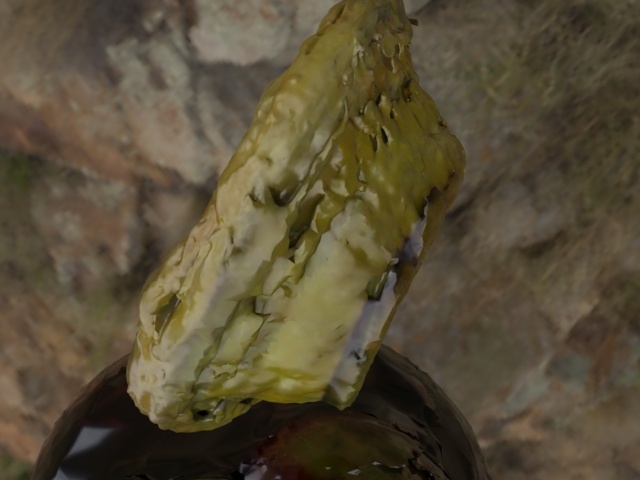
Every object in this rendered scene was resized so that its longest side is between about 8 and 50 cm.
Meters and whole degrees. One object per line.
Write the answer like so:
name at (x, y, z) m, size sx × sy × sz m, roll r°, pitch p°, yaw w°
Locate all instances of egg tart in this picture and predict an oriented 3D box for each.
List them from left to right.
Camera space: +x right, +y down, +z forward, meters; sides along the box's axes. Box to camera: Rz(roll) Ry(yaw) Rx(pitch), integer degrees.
egg tart at (0.000, 0.000, 0.915) m, size 0.123 × 0.294 × 0.294 m, roll 30°, pitch 139°, yaw 3°

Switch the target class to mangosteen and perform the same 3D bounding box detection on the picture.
mangosteen at (-0.049, 0.262, 1.184) m, size 0.381 × 0.421 × 0.381 m, roll 0°, pitch 122°, yaw -1°
